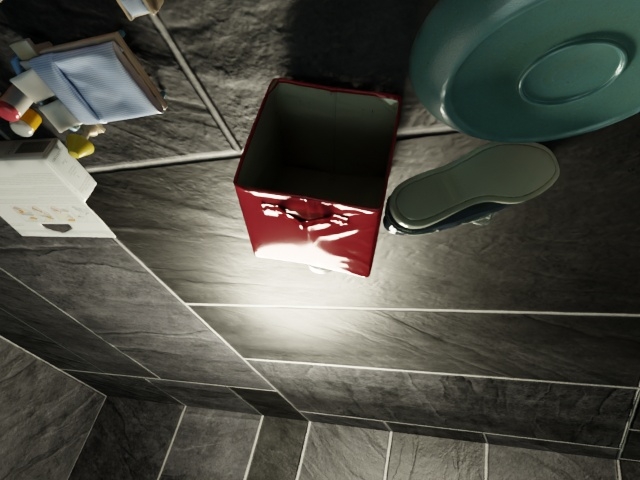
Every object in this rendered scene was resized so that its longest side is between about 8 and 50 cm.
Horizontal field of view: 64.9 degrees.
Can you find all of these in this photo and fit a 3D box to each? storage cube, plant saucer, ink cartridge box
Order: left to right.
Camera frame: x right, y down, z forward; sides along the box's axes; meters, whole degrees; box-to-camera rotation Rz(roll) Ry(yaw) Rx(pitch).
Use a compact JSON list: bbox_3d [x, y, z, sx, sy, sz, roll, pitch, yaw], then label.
[{"bbox_3d":[-0.586,-0.101,1.042,0.276,0.060,0.238,1,145,19],"label":"ink cartridge box"},{"bbox_3d":[0.002,-0.081,0.711,0.184,0.214,0.193,10,152,7],"label":"storage cube"},{"bbox_3d":[0.253,-0.183,0.515,0.318,0.043,0.317,-2,159,-1],"label":"plant saucer"}]

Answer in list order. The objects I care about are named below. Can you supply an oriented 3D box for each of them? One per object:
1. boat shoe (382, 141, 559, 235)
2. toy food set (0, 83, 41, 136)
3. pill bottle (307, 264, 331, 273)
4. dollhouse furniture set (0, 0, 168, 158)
[{"bbox_3d":[0.206,-0.065,0.696,0.255,0.095,0.079,-23,167,-12],"label":"boat shoe"},{"bbox_3d":[-0.569,-0.237,0.796,0.111,0.104,0.232,-17,135,38],"label":"toy food set"},{"bbox_3d":[0.000,0.000,0.941,0.078,0.078,0.137,8,145,10],"label":"pill bottle"},{"bbox_3d":[-0.327,-0.211,0.657,0.287,0.198,0.303,0,144,22],"label":"dollhouse furniture set"}]
